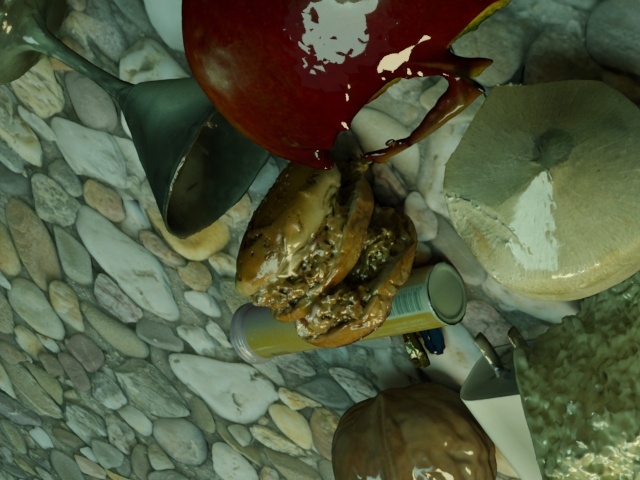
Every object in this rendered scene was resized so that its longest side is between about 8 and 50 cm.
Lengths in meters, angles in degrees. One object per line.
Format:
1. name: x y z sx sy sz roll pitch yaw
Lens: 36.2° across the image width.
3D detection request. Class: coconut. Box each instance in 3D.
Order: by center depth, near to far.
1. coconut: 0.255 -0.060 1.074 0.245 0.245 0.247 17 169 24

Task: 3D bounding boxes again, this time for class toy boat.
1. toy boat: 0.170 0.147 1.517 0.038 0.038 0.083 -1 126 37

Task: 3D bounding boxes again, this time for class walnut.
1. walnut: 0.149 0.359 1.581 0.273 0.227 0.273 23 134 25

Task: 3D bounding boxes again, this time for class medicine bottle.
1. medicine bottle: 0.035 0.120 1.538 0.426 0.108 0.108 -15 117 43

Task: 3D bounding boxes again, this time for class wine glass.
1. wine glass: -0.281 -0.209 1.359 0.406 0.267 0.267 31 140 15

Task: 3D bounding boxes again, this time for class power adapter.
1. power adapter: 0.314 0.227 1.411 0.187 0.124 0.255 -19 115 45

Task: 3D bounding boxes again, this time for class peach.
1. peach: 0.024 -0.263 1.002 0.310 0.335 0.406 47 146 -11

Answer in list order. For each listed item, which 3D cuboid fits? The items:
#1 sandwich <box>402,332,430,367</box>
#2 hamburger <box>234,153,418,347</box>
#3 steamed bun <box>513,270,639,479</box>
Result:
1. sandwich: 0.147 0.168 1.529 0.069 0.026 0.101 63 -178 3
2. hamburger: 0.005 0.003 1.366 0.211 0.260 0.245 34 -173 -19
3. steamed bun: 0.415 0.175 1.172 0.273 0.290 0.272 28 137 -15
